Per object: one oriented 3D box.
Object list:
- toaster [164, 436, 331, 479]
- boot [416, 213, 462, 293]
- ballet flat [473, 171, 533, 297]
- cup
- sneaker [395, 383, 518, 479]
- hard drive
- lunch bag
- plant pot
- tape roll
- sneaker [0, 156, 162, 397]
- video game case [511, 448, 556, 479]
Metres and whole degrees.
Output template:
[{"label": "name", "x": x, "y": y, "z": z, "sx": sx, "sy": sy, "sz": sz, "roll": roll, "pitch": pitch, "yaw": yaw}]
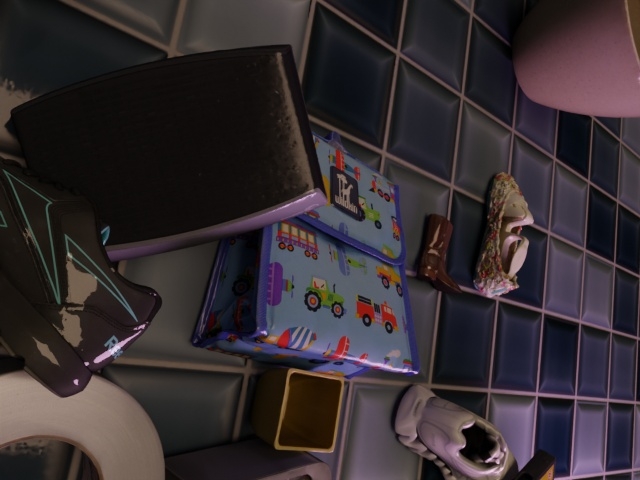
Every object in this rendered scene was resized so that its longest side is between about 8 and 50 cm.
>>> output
[{"label": "toaster", "x": -0.077, "y": 0.306, "z": 0.495, "sx": 0.186, "sy": 0.110, "sz": 0.168, "roll": 5, "pitch": 85, "yaw": -38}, {"label": "boot", "x": 0.202, "y": 0.021, "z": 0.777, "sx": 0.106, "sy": 0.037, "sz": 0.114, "roll": 31, "pitch": 65, "yaw": -35}, {"label": "ballet flat", "x": 0.335, "y": -0.013, "z": 0.853, "sx": 0.091, "sy": 0.077, "sz": 0.240, "roll": 25, "pitch": 72, "yaw": -33}, {"label": "cup", "x": 0.517, "y": -0.376, "z": 0.913, "sx": 0.331, "sy": 0.237, "sz": 0.331, "roll": 3, "pitch": 86, "yaw": -37}, {"label": "sneaker", "x": 0.238, "y": 0.326, "z": 0.735, "sx": 0.292, "sy": 0.118, "sz": 0.110, "roll": 40, "pitch": 63, "yaw": -30}, {"label": "hard drive", "x": -0.131, "y": -0.077, "z": 0.431, "sx": 0.255, "sy": 0.054, "sz": 0.172, "roll": -14, "pitch": 97, "yaw": -3}, {"label": "lunch bag", "x": 0.000, "y": 0.000, "z": 0.582, "sx": 0.221, "sy": 0.138, "sz": 0.293, "roll": 22, "pitch": 62, "yaw": -33}, {"label": "plant pot", "x": -0.035, "y": 0.189, "z": 0.549, "sx": 0.081, "sy": 0.083, "sz": 0.081, "roll": 21, "pitch": 70, "yaw": -35}, {"label": "tape roll", "x": -0.247, "y": 0.210, "z": 0.393, "sx": 0.219, "sy": 0.072, "sz": 0.219, "roll": 2, "pitch": 87, "yaw": -37}, {"label": "sneaker", "x": -0.236, "y": -0.012, "z": 0.371, "sx": 0.106, "sy": 0.101, "sz": 0.267, "roll": -38, "pitch": 93, "yaw": -26}, {"label": "video game case", "x": 0.292, "y": 0.512, "z": 0.771, "sx": 0.248, "sy": 0.035, "sz": 0.274, "roll": -19, "pitch": 115, "yaw": -37}]
